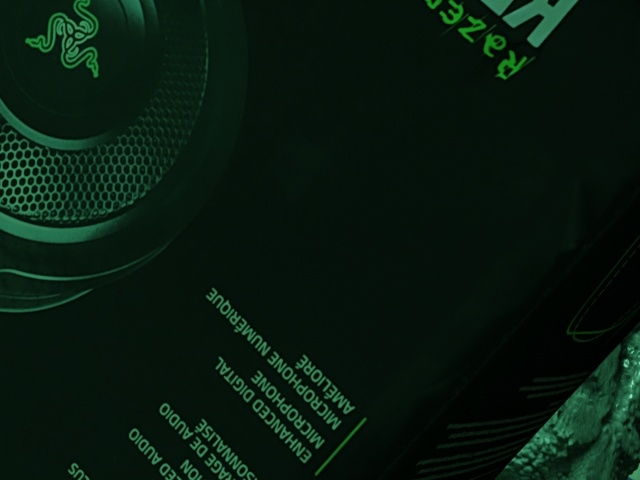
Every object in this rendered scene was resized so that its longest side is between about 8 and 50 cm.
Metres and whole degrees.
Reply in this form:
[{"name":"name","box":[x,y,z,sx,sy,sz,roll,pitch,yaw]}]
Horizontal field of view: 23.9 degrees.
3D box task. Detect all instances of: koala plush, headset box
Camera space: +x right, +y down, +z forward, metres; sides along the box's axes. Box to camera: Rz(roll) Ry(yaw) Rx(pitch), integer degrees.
[{"name":"koala plush","box":[0.106,0.079,1.022,0.221,0.203,0.196,7,-16,37]},{"name":"headset box","box":[-0.062,-0.007,0.415,0.246,0.283,0.131,45,13,19]}]

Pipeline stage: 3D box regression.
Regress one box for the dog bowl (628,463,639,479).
[{"name":"dog bowl","box":[0.334,0.180,1.280,0.265,0.104,0.265,28,8,-4]}]
